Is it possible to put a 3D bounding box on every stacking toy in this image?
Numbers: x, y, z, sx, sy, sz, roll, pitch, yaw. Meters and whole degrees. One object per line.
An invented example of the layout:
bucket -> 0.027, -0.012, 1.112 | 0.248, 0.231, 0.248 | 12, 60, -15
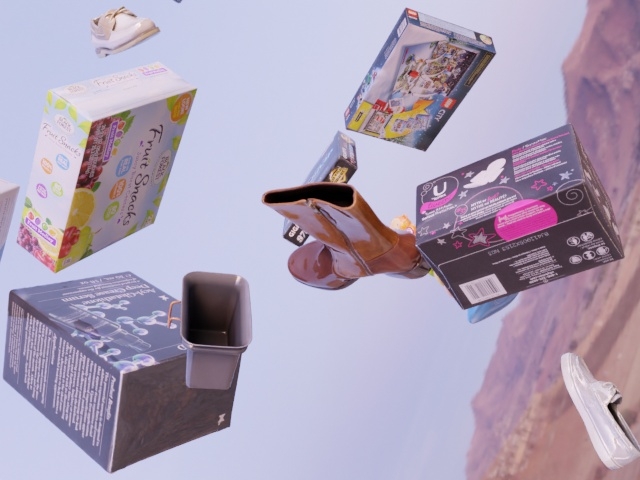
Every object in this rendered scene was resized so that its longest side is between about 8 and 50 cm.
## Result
stacking toy -> 0.255, 0.021, 1.596 | 0.165, 0.301, 0.175 | -16, -53, -44

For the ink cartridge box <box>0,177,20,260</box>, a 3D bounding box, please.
ink cartridge box -> -0.805, 0.022, 1.618 | 0.395, 0.166, 0.286 | -79, 9, -76

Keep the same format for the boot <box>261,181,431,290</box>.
boot -> 0.000, 0.000, 1.177 | 0.280, 0.264, 0.096 | 30, -111, -52

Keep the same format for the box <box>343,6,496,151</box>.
box -> 0.158, -0.257, 1.296 | 0.233, 0.159, 0.044 | 124, 151, -44

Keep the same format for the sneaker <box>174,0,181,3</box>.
sneaker -> -0.280, -0.636, 1.627 | 0.146, 0.122, 0.330 | -39, -15, -23

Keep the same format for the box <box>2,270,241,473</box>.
box -> -0.403, 0.241, 1.578 | 0.293, 0.395, 0.212 | -9, -63, -49

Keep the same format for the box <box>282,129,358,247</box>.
box -> -0.001, -0.112, 1.685 | 0.220, 0.051, 0.175 | -54, 14, 22

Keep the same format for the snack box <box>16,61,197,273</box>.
snack box -> -0.242, -0.086, 0.895 | 0.174, 0.070, 0.207 | -35, -23, -54

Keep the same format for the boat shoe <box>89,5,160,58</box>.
boat shoe -> -0.512, -0.534, 1.990 | 0.113, 0.302, 0.103 | -34, -67, -32

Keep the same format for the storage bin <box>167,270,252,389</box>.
storage bin -> -0.141, 0.116, 0.974 | 0.135, 0.098, 0.091 | -102, 21, -53

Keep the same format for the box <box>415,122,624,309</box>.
box -> 0.283, -0.030, 1.137 | 0.163, 0.247, 0.142 | 50, -148, -32

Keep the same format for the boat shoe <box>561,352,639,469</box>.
boat shoe -> 0.526, 0.305, 1.460 | 0.079, 0.081, 0.228 | 17, -134, -49
